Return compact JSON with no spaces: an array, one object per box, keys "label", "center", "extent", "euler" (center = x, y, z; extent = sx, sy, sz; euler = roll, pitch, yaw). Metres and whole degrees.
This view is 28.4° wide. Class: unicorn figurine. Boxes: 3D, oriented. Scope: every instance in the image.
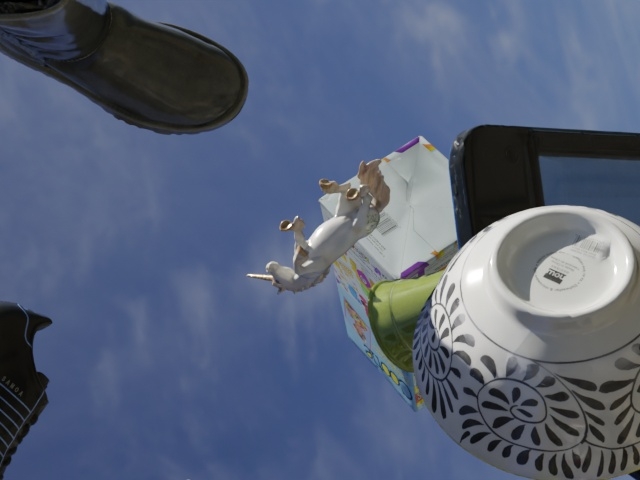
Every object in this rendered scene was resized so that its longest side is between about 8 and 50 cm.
[{"label":"unicorn figurine","center":[0.000,0.000,1.118],"extent":[0.060,0.162,0.111],"euler":[63,-176,24]}]

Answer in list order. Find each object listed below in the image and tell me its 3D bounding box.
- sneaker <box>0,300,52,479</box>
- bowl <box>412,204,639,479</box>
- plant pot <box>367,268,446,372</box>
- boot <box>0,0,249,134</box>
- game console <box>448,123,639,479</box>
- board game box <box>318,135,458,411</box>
[{"label":"sneaker","center":[-0.302,0.171,1.173],"extent":[0.090,0.081,0.232],"euler":[9,-102,-27]},{"label":"bowl","center":[0.130,0.036,0.674],"extent":[0.080,0.170,0.170],"euler":[77,-164,-50]},{"label":"plant pot","center":[0.095,0.059,1.048],"extent":[0.083,0.079,0.083],"euler":[31,-134,-39]},{"label":"boot","center":[-0.130,-0.123,0.705],"extent":[0.208,0.189,0.076],"euler":[129,156,-81]},{"label":"game console","center":[0.257,0.033,0.836],"extent":[0.293,0.173,0.250],"euler":[0,-100,-33]},{"label":"board game box","center":[0.111,0.043,1.429],"extent":[0.144,0.142,0.275],"euler":[47,162,33]}]
